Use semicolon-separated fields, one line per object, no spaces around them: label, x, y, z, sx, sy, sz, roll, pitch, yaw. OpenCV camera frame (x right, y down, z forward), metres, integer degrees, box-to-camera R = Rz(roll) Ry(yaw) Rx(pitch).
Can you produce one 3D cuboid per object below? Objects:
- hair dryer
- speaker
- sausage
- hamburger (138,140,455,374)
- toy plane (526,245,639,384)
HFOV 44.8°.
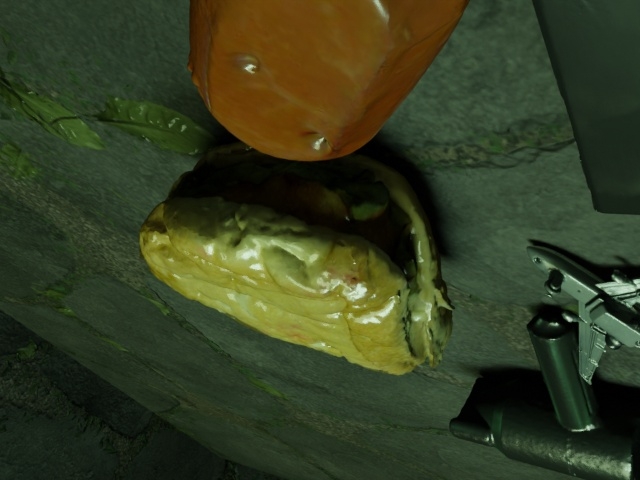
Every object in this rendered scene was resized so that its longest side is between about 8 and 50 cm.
hair dryer;0.266;0.180;0.967;0.244;0.116;0.302;5;139;34
speaker;0.202;-0.096;0.505;0.082;0.044;0.218;5;150;35
sausage;0.005;-0.150;0.450;0.153;0.141;0.268;25;155;-6
hamburger;0.000;0.001;0.740;0.330;0.162;0.209;25;153;1
toy plane;0.295;0.070;0.747;0.226;0.058;0.226;26;140;-6
